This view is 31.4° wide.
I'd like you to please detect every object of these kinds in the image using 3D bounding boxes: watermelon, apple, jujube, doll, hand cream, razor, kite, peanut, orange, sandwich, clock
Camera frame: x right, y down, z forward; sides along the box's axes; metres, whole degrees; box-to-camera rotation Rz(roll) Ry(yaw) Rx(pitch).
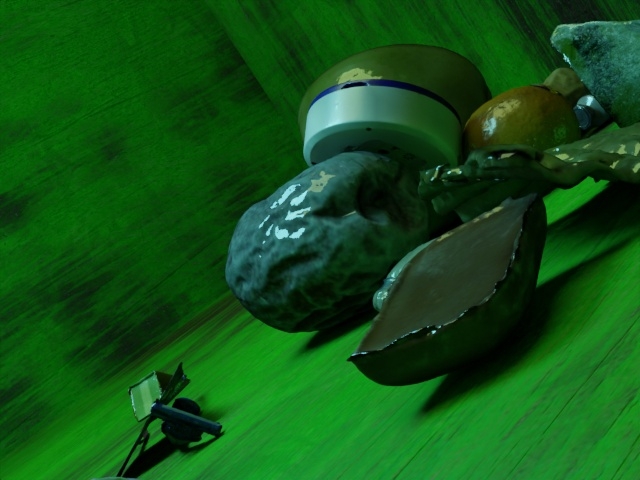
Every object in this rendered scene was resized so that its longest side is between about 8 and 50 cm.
[{"bbox_3d":[0.471,-0.267,1.776,0.139,0.193,0.256,-32,-10,16],"label":"watermelon"},{"bbox_3d":[0.138,-0.170,1.955,0.357,0.357,0.357,-34,4,2],"label":"apple"},{"bbox_3d":[0.007,0.014,1.642,0.246,0.215,0.308,-22,-10,-43],"label":"jujube"},{"bbox_3d":[0.133,0.037,1.350,0.214,0.072,0.103,-30,2,-40],"label":"doll"},{"bbox_3d":[0.526,-0.259,1.967,0.271,0.058,0.091,-30,4,-34],"label":"hand cream"},{"bbox_3d":[-0.193,0.253,1.589,0.324,0.093,0.056,147,143,-82],"label":"razor"},{"bbox_3d":[-0.245,0.259,1.709,0.204,0.022,0.360,-60,2,-2],"label":"kite"},{"bbox_3d":[0.395,-0.218,1.985,0.130,0.130,0.290,-31,3,39],"label":"peanut"},{"bbox_3d":[0.295,-0.145,1.670,0.177,0.155,0.177,-18,2,1],"label":"orange"},{"bbox_3d":[-0.294,0.301,2.147,0.074,0.074,0.116,-33,-29,21],"label":"sandwich"},{"bbox_3d":[0.091,-0.145,1.675,0.230,0.230,0.083,-29,45,51],"label":"clock"}]

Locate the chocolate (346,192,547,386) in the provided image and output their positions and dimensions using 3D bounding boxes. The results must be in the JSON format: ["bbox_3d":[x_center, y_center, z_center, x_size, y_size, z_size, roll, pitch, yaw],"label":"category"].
[{"bbox_3d":[0.136,0.055,1.035,0.161,0.083,0.261,-27,12,31],"label":"chocolate"}]

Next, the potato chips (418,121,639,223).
[{"bbox_3d":[0.302,-0.088,1.229,0.373,0.097,0.389,-18,-1,-8],"label":"potato chips"}]

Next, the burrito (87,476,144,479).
[{"bbox_3d":[-0.237,0.298,1.105,0.143,0.089,0.229,-30,6,13],"label":"burrito"}]
